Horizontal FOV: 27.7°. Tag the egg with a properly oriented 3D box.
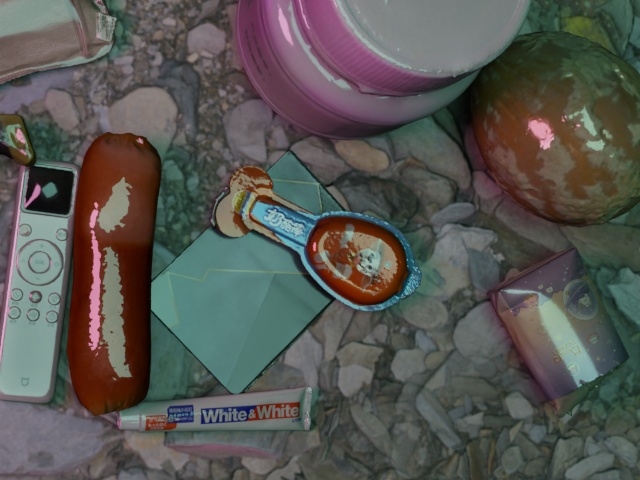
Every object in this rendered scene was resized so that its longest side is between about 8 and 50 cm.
[{"bbox_3d":[0.273,-0.126,1.456,0.203,0.203,0.245,-42,76,-13],"label":"egg"}]

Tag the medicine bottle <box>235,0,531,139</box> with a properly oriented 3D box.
[{"bbox_3d":[0.062,-0.245,1.341,0.256,0.325,0.256,1,86,-15],"label":"medicine bottle"}]

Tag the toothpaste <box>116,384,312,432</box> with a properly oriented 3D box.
[{"bbox_3d":[-0.114,0.189,1.426,0.218,0.033,0.052,-1,96,-19],"label":"toothpaste"}]

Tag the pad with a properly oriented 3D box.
[{"bbox_3d":[-0.064,0.036,1.459,0.243,0.004,0.164,-45,99,-12],"label":"pad"}]

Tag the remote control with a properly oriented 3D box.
[{"bbox_3d":[-0.301,0.042,1.381,0.067,0.029,0.261,8,85,-14],"label":"remote control"}]

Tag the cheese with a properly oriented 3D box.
[{"bbox_3d":[0.000,0.000,1.455,0.256,0.037,0.106,26,80,-13],"label":"cheese"}]

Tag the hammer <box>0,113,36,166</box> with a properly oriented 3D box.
[{"bbox_3d":[-0.413,-0.084,1.344,0.226,0.041,0.159,-16,92,-8],"label":"hammer"}]

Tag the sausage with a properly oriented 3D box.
[{"bbox_3d":[-0.219,0.035,1.378,0.089,0.083,0.300,3,84,-5],"label":"sausage"}]

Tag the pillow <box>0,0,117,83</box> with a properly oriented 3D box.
[{"bbox_3d":[-0.336,-0.227,1.380,0.232,0.038,0.131,-22,96,-14],"label":"pillow"}]

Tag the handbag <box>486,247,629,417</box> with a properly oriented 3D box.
[{"bbox_3d":[0.281,0.109,1.508,0.117,0.095,0.173,-27,86,-9],"label":"handbag"}]
